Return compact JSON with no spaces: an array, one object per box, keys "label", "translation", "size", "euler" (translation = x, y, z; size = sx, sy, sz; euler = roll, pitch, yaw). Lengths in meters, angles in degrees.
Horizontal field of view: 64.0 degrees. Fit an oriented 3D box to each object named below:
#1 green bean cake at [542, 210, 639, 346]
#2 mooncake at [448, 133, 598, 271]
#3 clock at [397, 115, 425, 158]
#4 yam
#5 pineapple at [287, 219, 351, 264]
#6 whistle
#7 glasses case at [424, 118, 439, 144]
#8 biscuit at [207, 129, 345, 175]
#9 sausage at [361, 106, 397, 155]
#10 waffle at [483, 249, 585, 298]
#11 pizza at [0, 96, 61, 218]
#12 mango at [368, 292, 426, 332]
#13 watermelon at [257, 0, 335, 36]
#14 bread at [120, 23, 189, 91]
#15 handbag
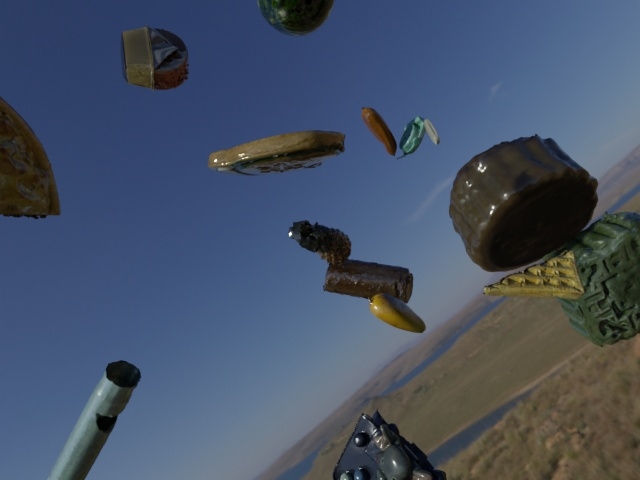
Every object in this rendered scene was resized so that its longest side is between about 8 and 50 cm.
[{"label":"green bean cake","translation":[0.583,0.070,1.011],"size":[0.227,0.223,0.125],"euler":[-31,7,4]},{"label":"mooncake","translation":[0.462,-0.086,1.205],"size":[0.323,0.187,0.324],"euler":[-14,-40,-12]},{"label":"clock","translation":[0.282,-0.313,1.598],"size":[0.135,0.041,0.101],"euler":[-70,14,-16]},{"label":"yam","translation":[0.156,0.127,1.659],"size":[0.131,0.279,0.131],"euler":[7,-90,-73]},{"label":"pineapple","translation":[0.000,0.000,1.520],"size":[0.119,0.111,0.237],"euler":[-1,-14,36]},{"label":"whistle","translation":[-0.395,0.335,0.871],"size":[0.312,0.062,0.062],"euler":[-57,-21,19]},{"label":"glasses case","translation":[0.309,-0.302,1.422],"size":[0.021,0.083,0.032],"euler":[-23,-28,2]},{"label":"biscuit","translation":[-0.092,-0.203,1.274],"size":[0.343,0.057,0.287],"euler":[-7,-1,25]},{"label":"sausage","translation":[0.186,-0.338,1.576],"size":[0.054,0.183,0.062],"euler":[-33,14,24]},{"label":"waffle","translation":[0.337,0.053,0.827],"size":[0.098,0.152,0.024],"euler":[-79,-14,-46]},{"label":"pizza","translation":[-0.347,-0.082,0.578],"size":[0.099,0.035,0.160],"euler":[-71,-27,-52]},{"label":"mango","translation":[0.211,0.201,1.407],"size":[0.066,0.187,0.101],"euler":[-59,3,17]},{"label":"watermelon","translation":[-0.082,-0.863,1.788],"size":[0.285,0.285,0.285],"euler":[-36,-16,-12]},{"label":"bread","translation":[-0.537,-0.588,1.673],"size":[0.211,0.225,0.142],"euler":[-4,-26,-23]},{"label":"handbag","translation":[0.178,0.588,1.234],"size":[0.118,0.325,0.269],"euler":[4,-69,-41]}]
